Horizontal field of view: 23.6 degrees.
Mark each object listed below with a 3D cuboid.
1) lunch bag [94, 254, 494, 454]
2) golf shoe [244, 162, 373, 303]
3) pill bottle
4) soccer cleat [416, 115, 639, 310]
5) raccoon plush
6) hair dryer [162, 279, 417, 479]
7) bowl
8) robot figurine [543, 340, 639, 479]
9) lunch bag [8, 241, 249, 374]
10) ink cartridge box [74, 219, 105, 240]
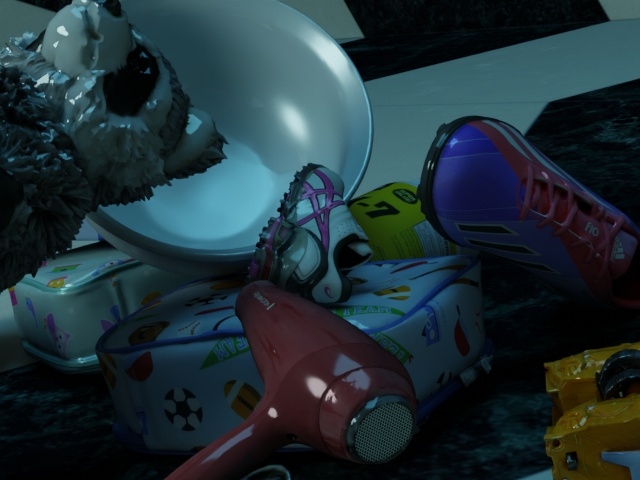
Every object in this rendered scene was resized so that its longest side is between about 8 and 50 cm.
[{"bbox_3d":[-0.011,0.088,1.250,0.303,0.115,0.243,-3,13,30],"label":"lunch bag"},{"bbox_3d":[0.000,0.000,1.206,0.086,0.067,0.186,19,29,2],"label":"golf shoe"},{"bbox_3d":[0.059,0.011,1.472,0.119,0.119,0.208,2,19,42],"label":"pill bottle"},{"bbox_3d":[0.194,-0.015,1.260,0.116,0.108,0.318,21,-5,38],"label":"soccer cleat"},{"bbox_3d":[-0.286,-0.011,1.210,0.446,0.216,0.299,-45,-20,31],"label":"raccoon plush"},{"bbox_3d":[-0.047,0.126,1.004,0.223,0.080,0.293,-5,39,17],"label":"hair dryer"},{"bbox_3d":[-0.108,-0.078,1.381,0.298,0.298,0.134,-16,-28,-19],"label":"bowl"},{"bbox_3d":[0.294,0.105,1.001,0.291,0.085,0.211,-9,15,11],"label":"robot figurine"},{"bbox_3d":[-0.159,0.046,1.524,0.279,0.108,0.224,-16,9,-27],"label":"lunch bag"},{"bbox_3d":[-0.264,-0.041,1.549,0.311,0.065,0.186,-2,10,8],"label":"ink cartridge box"}]
